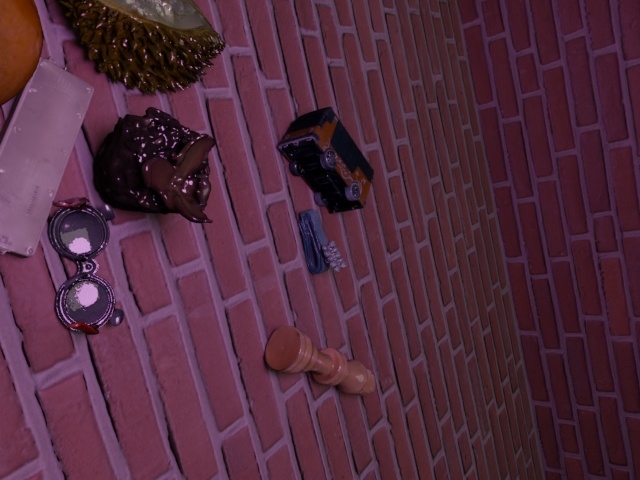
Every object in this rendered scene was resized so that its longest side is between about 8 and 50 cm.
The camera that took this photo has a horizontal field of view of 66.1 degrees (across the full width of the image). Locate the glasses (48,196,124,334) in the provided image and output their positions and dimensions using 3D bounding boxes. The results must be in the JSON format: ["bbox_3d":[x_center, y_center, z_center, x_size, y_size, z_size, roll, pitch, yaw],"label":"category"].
[{"bbox_3d":[-0.365,0.043,0.791,0.118,0.268,0.234,-3,89,-31],"label":"glasses"}]

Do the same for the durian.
[{"bbox_3d":[-0.336,-0.416,1.005,0.198,0.163,0.394,55,35,7],"label":"durian"}]

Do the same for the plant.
[{"bbox_3d":[-0.303,-0.135,0.912,0.178,0.234,0.204,8,85,-43],"label":"plant"}]

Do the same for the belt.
[{"bbox_3d":[-0.003,0.001,1.337,0.065,0.100,0.179,-25,101,-52],"label":"belt"}]

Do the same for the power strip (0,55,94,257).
[{"bbox_3d":[-0.487,-0.149,0.836,0.106,0.043,0.367,29,64,-44],"label":"power strip"}]

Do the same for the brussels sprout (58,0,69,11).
[{"bbox_3d":[-0.455,-0.464,0.908,0.085,0.058,0.085,-15,112,-42],"label":"brussels sprout"}]

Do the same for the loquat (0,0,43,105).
[{"bbox_3d":[-0.529,-0.305,0.672,0.263,0.263,0.263,9,78,-48],"label":"loquat"}]

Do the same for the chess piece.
[{"bbox_3d":[0.024,0.340,1.314,0.397,0.117,0.117,36,59,-43],"label":"chess piece"}]

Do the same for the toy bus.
[{"bbox_3d":[0.024,-0.221,1.367,0.275,0.138,0.167,48,50,-36],"label":"toy bus"}]
